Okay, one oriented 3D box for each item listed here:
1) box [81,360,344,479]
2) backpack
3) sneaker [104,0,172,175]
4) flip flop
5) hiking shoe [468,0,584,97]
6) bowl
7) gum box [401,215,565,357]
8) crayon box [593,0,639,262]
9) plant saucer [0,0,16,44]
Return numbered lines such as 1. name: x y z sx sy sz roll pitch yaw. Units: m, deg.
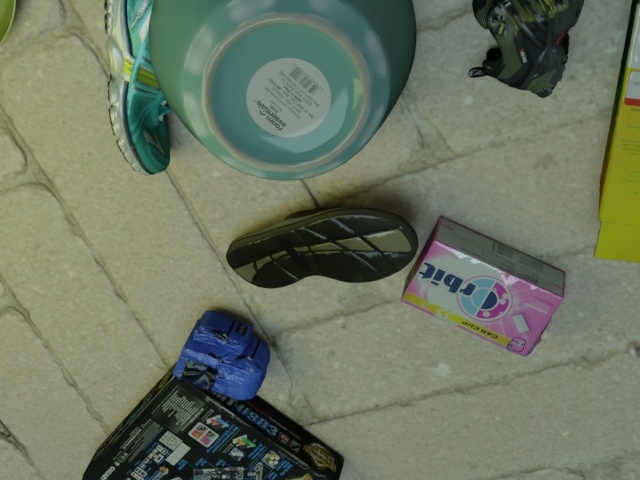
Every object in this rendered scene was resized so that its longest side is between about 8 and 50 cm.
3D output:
1. box: -0.166 0.346 1.715 0.293 0.073 0.295 36 123 -10
2. backpack: -0.130 0.162 1.575 0.120 0.098 0.101 25 120 -1
3. sneaker: -0.197 -0.199 1.366 0.110 0.107 0.275 4 123 1
4. flip flop: 0.000 0.000 1.460 0.277 0.080 0.112 -12 124 37
5. hiking shoe: 0.223 -0.262 1.226 0.114 0.086 0.227 10 124 4
6. bowl: -0.039 -0.191 1.248 0.311 0.163 0.312 -1 119 -2
7. gum box: 0.211 0.061 1.446 0.188 0.062 0.107 24 124 -1
8. crayon box: 0.426 -0.118 1.269 0.202 0.081 0.319 9 122 9
9. plant saucer: -0.479 -0.328 1.391 0.241 0.037 0.241 6 123 10
